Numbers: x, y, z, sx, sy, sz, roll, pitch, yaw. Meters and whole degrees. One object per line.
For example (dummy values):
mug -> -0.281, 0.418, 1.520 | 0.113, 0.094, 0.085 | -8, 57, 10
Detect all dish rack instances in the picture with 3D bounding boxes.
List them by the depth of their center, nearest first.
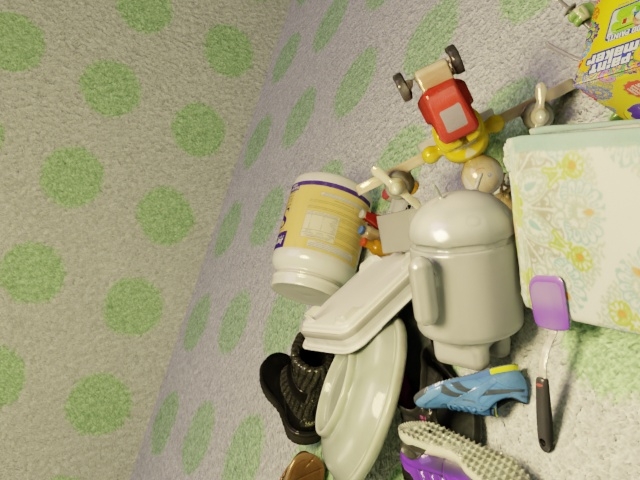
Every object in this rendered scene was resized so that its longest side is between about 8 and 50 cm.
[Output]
dish rack -> 0.104, 0.131, 1.690 | 0.333, 0.072, 0.285 | -40, 13, -24

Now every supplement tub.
supplement tub -> 0.000, 0.000, 2.010 | 0.241, 0.241, 0.331 | -19, 51, 59

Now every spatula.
spatula -> 0.378, 0.206, 1.195 | 0.084, 0.030, 0.297 | 2, 89, 63

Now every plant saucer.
plant saucer -> 0.071, 0.346, 1.599 | 0.400, 0.100, 0.401 | -160, 90, -82

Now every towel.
towel -> 0.447, -0.023, 1.110 | 0.374, 0.090, 0.321 | 9, 112, 61

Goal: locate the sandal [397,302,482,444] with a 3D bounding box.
sandal -> 0.204, 0.299, 1.481 | 0.168, 0.107, 0.446 | -56, 27, 25

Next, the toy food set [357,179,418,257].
toy food set -> 0.168, -0.069, 1.888 | 0.111, 0.104, 0.232 | 0, 69, 64

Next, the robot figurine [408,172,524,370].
robot figurine -> 0.271, 0.058, 1.333 | 0.199, 0.300, 0.354 | 4, 106, 43

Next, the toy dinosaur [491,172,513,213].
toy dinosaur -> 0.402, -0.087, 1.508 | 0.183, 0.053, 0.093 | -111, 34, -68

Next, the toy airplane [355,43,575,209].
toy airplane -> 0.303, -0.209, 1.522 | 0.386, 0.384, 0.273 | -48, 59, 53

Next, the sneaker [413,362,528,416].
sneaker -> 0.274, 0.290, 1.308 | 0.209, 0.069, 0.082 | -18, 66, 18

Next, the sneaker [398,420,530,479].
sneaker -> 0.245, 0.430, 1.240 | 0.293, 0.102, 0.146 | 16, 104, 56

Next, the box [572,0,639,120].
box -> 0.566, -0.301, 1.043 | 0.177, 0.289, 0.279 | -4, 64, 64

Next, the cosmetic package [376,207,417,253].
cosmetic package -> 0.246, -0.032, 1.640 | 0.238, 0.127, 0.107 | -5, 95, 60

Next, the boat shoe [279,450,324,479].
boat shoe -> -0.089, 0.683, 1.756 | 0.123, 0.123, 0.342 | 155, 135, -75

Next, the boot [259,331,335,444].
boot -> -0.062, 0.332, 1.879 | 0.348, 0.131, 0.260 | -132, 40, -54

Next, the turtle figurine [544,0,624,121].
turtle figurine -> 0.510, -0.348, 1.330 | 0.198, 0.274, 0.266 | 85, -172, -61
